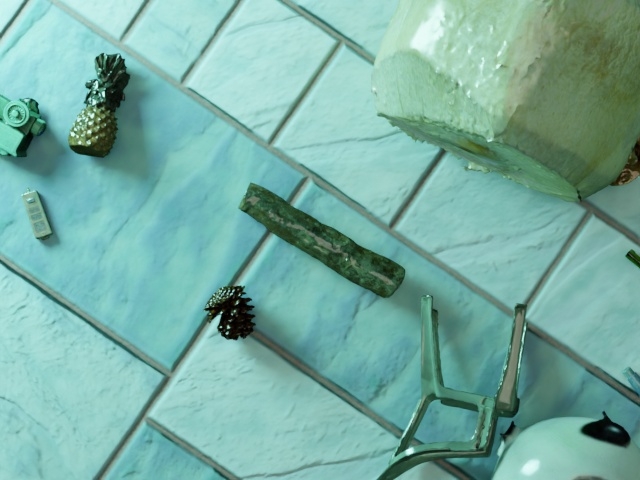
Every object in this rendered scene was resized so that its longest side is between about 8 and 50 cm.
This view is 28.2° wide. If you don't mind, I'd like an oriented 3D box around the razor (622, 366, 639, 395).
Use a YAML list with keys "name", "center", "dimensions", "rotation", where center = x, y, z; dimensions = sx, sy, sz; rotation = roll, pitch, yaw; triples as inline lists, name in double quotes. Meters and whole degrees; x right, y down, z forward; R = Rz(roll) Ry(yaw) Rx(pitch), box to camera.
- name: "razor"
  center: [0.503, 0.246, 1.914]
  dimensions: [0.068, 0.040, 0.135]
  rotation: [-38, 81, -4]

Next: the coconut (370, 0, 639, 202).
- name: "coconut"
  center: [0.291, -0.275, 1.776]
  dimensions: [0.404, 0.404, 0.404]
  rotation: [0, 86, -1]

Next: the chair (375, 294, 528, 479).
- name: "chair"
  center: [0.190, 0.227, 1.831]
  dimensions: [0.190, 0.203, 0.275]
  rotation: [6, 77, 10]

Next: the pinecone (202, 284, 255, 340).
- name: "pinecone"
  center: [-0.130, 0.107, 1.889]
  dimensions: [0.077, 0.077, 0.083]
  rotation: [-37, 98, -4]

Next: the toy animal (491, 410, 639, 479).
- name: "toy animal"
  center: [0.362, 0.381, 1.757]
  dimensions: [0.251, 0.251, 0.310]
  rotation: [-26, 118, -3]

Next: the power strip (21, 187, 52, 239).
- name: "power strip"
  center: [-0.430, -0.041, 1.922]
  dimensions: [0.027, 0.017, 0.083]
  rotation: [-20, 88, -4]

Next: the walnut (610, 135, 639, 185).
- name: "walnut"
  center: [0.452, -0.140, 1.930]
  dimensions: [0.091, 0.052, 0.121]
  rotation: [16, 88, -1]

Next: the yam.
- name: "yam"
  center: [0.000, 0.000, 1.908]
  dimensions: [0.274, 0.061, 0.061]
  rotation: [31, 86, 2]

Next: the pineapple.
- name: "pineapple"
  center: [-0.329, -0.206, 1.915]
  dimensions: [0.074, 0.074, 0.159]
  rotation: [13, 77, 0]

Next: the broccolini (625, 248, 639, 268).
- name: "broccolini"
  center: [0.517, 0.068, 1.933]
  dimensions: [0.140, 0.030, 0.035]
  rotation: [40, 122, 6]

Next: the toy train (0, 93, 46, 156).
- name: "toy train"
  center: [-0.498, -0.191, 1.909]
  dimensions: [0.172, 0.070, 0.099]
  rotation: [30, 96, 2]
